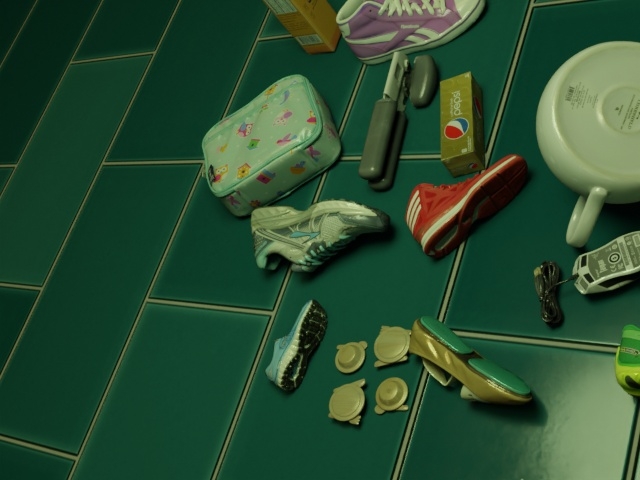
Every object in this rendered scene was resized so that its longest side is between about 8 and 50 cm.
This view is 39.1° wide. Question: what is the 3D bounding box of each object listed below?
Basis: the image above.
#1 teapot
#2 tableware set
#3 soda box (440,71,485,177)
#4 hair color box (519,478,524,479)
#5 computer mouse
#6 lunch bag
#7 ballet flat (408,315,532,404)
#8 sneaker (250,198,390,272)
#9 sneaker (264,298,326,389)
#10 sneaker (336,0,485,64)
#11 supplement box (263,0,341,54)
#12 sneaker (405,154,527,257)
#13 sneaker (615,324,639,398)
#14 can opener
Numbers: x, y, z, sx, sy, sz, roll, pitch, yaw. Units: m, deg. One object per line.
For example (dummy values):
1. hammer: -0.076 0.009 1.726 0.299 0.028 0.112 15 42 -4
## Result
1. teapot: 0.433 -0.155 1.344 0.256 0.187 0.252 -25 75 -3
2. tableware set: 0.080 0.215 1.445 0.141 0.020 0.168 -12 53 26
3. soda box: 0.249 -0.205 1.584 0.061 0.058 0.181 -14 53 27
4. hair color box: 0.237 0.390 1.200 0.141 0.043 0.072 -38 45 6
5. computer mouse: 0.407 0.050 1.316 0.193 0.042 0.106 -25 44 27
6. lunch bag: -0.109 -0.192 1.790 0.279 0.108 0.224 -30 48 15
7. ballet flat: 0.218 0.195 1.340 0.232 0.080 0.073 38 113 46
8. sneaker: 0.000 0.000 1.609 0.283 0.110 0.122 -6 75 35
9. sneaker: -0.049 0.170 1.537 0.073 0.063 0.162 12 68 43
10. sneaker: 0.165 -0.444 1.736 0.282 0.161 0.102 -20 50 22
11. supplement box: -0.046 -0.486 1.858 0.080 0.233 0.078 4 63 36
12. sneaker: 0.228 -0.086 1.501 0.221 0.087 0.128 -40 47 4
13. sneaker: 0.518 0.121 1.141 0.296 0.109 0.123 -14 54 26
14. can opener: 0.147 -0.228 1.660 0.095 0.076 0.283 -4 60 34
